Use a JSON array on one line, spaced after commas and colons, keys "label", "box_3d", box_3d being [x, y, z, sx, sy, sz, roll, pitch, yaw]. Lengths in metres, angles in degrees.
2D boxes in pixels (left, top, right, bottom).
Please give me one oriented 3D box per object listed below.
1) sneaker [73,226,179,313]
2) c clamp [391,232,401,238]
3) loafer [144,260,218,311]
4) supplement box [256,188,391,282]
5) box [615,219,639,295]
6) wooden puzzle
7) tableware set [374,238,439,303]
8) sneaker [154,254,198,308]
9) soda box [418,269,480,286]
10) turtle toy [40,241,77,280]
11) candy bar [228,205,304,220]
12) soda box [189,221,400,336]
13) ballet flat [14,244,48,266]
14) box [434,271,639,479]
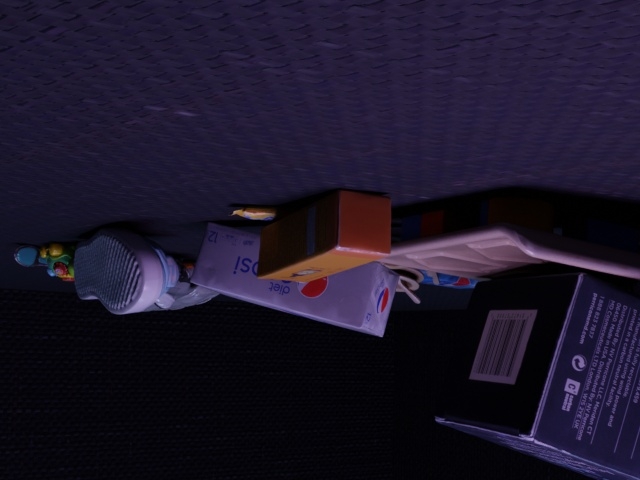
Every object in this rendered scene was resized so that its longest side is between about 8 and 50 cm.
[{"label": "sneaker", "box_3d": [-0.287, 0.040, 1.774, 0.150, 0.135, 0.366, -4, -174, -25]}, {"label": "c clamp", "box_3d": [0.061, -0.022, 1.571, 0.137, 0.022, 0.160, 5, 176, 7]}, {"label": "loafer", "box_3d": [-0.336, 0.106, 2.401, 0.319, 0.112, 0.111, -5, 163, 43]}, {"label": "supplement box", "box_3d": [0.000, 0.000, 1.391, 0.078, 0.080, 0.233, 7, 164, -26]}, {"label": "box", "box_3d": [0.503, 0.036, 1.574, 0.207, 0.114, 0.036, 6, 173, -33]}, {"label": "wooden puzzle", "box_3d": [0.267, 0.008, 1.441, 0.322, 0.080, 0.348, 11, 172, -30]}, {"label": "tableware set", "box_3d": [0.105, 0.045, 1.670, 0.128, 0.039, 0.194, 5, 161, 14]}, {"label": "sneaker", "box_3d": [-0.310, 0.061, 2.144, 0.108, 0.100, 0.271, -24, 167, 7]}, {"label": "soda box", "box_3d": [0.212, 0.039, 1.849, 0.067, 0.071, 0.210, -3, 173, 33]}, {"label": "turtle toy", "box_3d": [-0.448, 0.039, 1.999, 0.095, 0.066, 0.130, 5, 173, -31]}, {"label": "candy bar", "box_3d": [-0.039, -0.034, 1.460, 0.161, 0.018, 0.040, 3, 174, -12]}, {"label": "soda box", "box_3d": [-0.039, 0.055, 1.594, 0.286, 0.098, 0.091, 13, 173, 25]}, {"label": "ballet flat", "box_3d": [-0.535, 0.028, 2.056, 0.041, 0.041, 0.114, -2, 172, 29]}, {"label": "box", "box_3d": [0.400, 0.209, 1.442, 0.395, 0.212, 0.293, 21, 170, -14]}]
